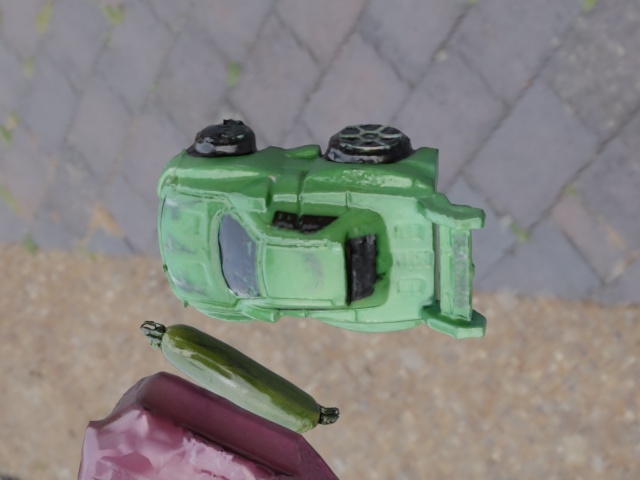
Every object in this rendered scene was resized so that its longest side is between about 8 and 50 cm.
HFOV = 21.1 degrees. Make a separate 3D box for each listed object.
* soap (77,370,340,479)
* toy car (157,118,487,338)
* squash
[{"bbox_3d":[-0.111,0.291,1.862,0.325,0.127,0.220,23,112,2],"label":"soap"},{"bbox_3d":[0.000,0.000,1.824,0.358,0.176,0.213,2,117,7],"label":"toy car"},{"bbox_3d":[-0.106,0.194,2.392,0.318,0.080,0.071,29,127,-19],"label":"squash"}]
